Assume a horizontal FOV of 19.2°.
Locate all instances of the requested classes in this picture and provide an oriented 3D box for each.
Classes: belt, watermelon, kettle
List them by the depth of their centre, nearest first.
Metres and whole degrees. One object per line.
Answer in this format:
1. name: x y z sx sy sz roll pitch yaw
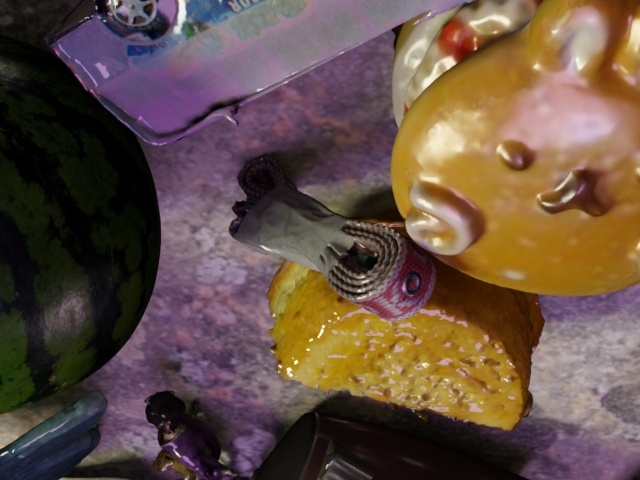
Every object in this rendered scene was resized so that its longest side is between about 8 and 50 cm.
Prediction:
1. watermelon: -0.261 -0.010 1.374 0.285 0.285 0.285 3 136 3
2. belt: 0.000 0.000 1.417 0.053 0.232 0.071 38 87 -37
3. kettle: 0.059 0.241 1.729 0.232 0.144 0.202 26 163 -11

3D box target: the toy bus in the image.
1. toy bus: -0.031 -0.177 1.288 0.317 0.112 0.138 -25 110 31

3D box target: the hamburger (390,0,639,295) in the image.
1. hamburger: 0.182 -0.089 1.323 0.261 0.186 0.302 16 133 -12

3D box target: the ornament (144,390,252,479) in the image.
1. ornament: -0.116 0.194 1.720 0.088 0.081 0.203 -5 133 9

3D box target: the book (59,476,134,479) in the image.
1. book: -0.197 0.305 1.855 0.162 0.022 0.232 -3 137 30

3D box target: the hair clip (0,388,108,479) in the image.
1. hair clip: -0.365 0.195 1.561 0.238 0.392 0.318 41 152 0

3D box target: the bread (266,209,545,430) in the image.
1. bread: 0.079 0.059 1.513 0.229 0.143 0.139 13 136 -11
